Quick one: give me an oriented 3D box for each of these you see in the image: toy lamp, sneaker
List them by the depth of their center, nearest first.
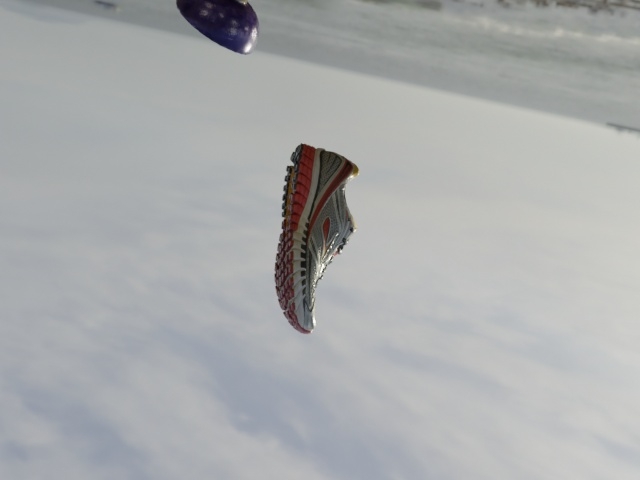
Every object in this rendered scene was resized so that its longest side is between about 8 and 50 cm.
[{"bbox_3d":[-0.003,-0.261,0.703,0.080,0.275,0.080,31,-157,-15],"label":"toy lamp"},{"bbox_3d":[0.000,0.000,1.179,0.092,0.225,0.088,9,175,-14],"label":"sneaker"}]
